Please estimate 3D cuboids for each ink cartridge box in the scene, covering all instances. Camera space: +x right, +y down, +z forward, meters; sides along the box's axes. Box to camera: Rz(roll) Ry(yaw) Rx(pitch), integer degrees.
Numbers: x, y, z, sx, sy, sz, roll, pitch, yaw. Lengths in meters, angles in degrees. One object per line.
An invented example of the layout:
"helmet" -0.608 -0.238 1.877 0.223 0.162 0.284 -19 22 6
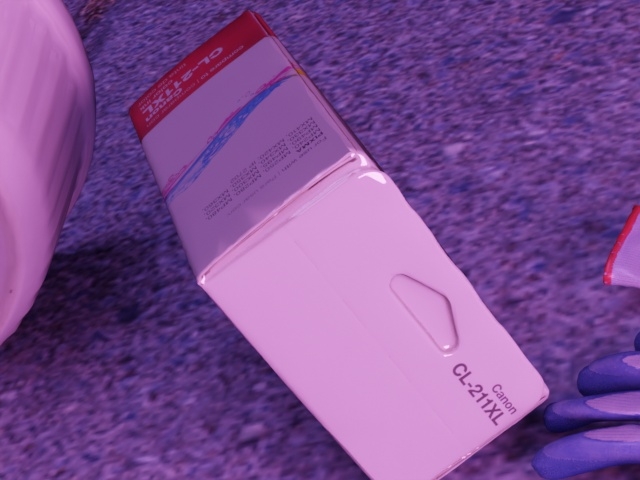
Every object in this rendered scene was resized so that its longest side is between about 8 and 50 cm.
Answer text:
"ink cartridge box" 0.000 0.000 0.585 0.072 0.127 0.175 -37 27 4

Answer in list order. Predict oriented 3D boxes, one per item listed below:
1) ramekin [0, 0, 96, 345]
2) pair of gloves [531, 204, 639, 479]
"ramekin" -0.242 -0.034 0.712 0.273 0.273 0.127 -19 41 9
"pair of gloves" 0.167 0.029 0.534 0.159 0.023 0.198 -2 35 31
